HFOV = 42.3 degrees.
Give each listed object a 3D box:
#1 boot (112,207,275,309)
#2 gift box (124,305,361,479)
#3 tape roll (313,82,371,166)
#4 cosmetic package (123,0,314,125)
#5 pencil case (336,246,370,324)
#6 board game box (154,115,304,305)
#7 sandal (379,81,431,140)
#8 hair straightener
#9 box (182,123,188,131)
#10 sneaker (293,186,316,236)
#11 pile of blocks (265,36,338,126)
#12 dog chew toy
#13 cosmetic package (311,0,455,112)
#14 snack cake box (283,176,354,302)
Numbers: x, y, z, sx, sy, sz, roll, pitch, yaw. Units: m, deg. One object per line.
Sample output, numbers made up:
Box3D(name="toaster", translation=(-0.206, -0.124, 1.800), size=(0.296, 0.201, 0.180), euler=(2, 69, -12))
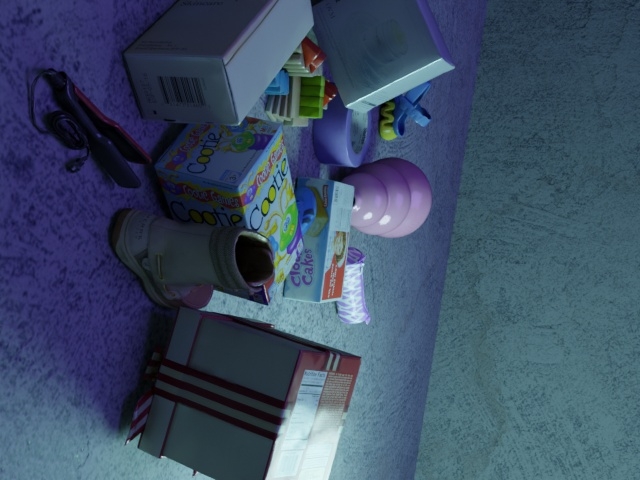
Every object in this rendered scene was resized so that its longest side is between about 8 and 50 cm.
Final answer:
Box3D(name="boot", translation=(-0.158, 0.043, 1.208), size=(0.262, 0.204, 0.095), euler=(63, 38, -57))
Box3D(name="gift box", translation=(-0.126, 0.258, 1.272), size=(0.255, 0.258, 0.276), euler=(31, 77, -60))
Box3D(name="tape roll", translation=(0.052, -0.264, 1.887), size=(0.189, 0.080, 0.188), euler=(6, 90, -70))
Box3D(name="cosmetic package", translation=(-0.139, -0.299, 1.225), size=(0.309, 0.160, 0.113), euler=(-65, 153, -45))
Box3D(name="pencil case", translation=(0.078, 0.113, 2.070), size=(0.086, 0.088, 0.206), euler=(-57, 149, -48))
Box3D(name="board game box", translation=(-0.132, -0.049, 1.297), size=(0.275, 0.142, 0.144), euler=(80, 32, -48))
Box3D(name="sandal", translation=(0.242, -0.434, 2.284), size=(0.126, 0.138, 0.317), euler=(-35, 127, -62))
Box3D(name="hair straightener", translation=(-0.287, -0.127, 1.028), size=(0.230, 0.047, 0.089), euler=(62, 39, -58))
Box3D(name="box", translation=(-0.172, -0.186, 1.359), size=(0.162, 0.029, 0.116), euler=(29, 70, -70))
Box3D(name="sneaker", translation=(-0.062, -0.051, 1.654), size=(0.209, 0.069, 0.082), euler=(-65, 150, -42))
Box3D(name="pile of blocks", translation=(-0.042, -0.310, 1.558), size=(0.362, 0.113, 0.148), euler=(46, 53, -65))
Box3D(name="dog chew toy", translation=(0.143, -0.102, 2.035), size=(0.332, 0.207, 0.206), euler=(-9, 105, -62))
Box3D(name="cosmetic package", translation=(0.125, -0.417, 1.711), size=(0.224, 0.225, 0.138), euler=(67, 19, 5))
Box3D(name="snack cake box", translation=(0.000, 0.000, 1.813), size=(0.152, 0.089, 0.264), euler=(4, 93, -72))
